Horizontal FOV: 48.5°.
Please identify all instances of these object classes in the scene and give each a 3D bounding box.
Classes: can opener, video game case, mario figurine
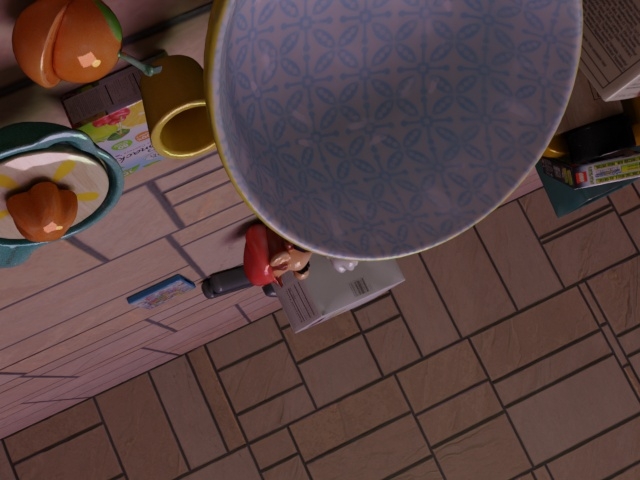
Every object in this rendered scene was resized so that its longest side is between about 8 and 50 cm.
[{"bbox_3d":[-0.157,0.106,1.737,0.283,0.095,0.076,-16,166,-49],"label":"can opener"},{"bbox_3d":[-0.340,0.113,1.537,0.119,0.015,0.166,-25,171,-3],"label":"video game case"},{"bbox_3d":[0.000,0.000,1.350,0.320,0.170,0.198,-30,172,15],"label":"mario figurine"}]

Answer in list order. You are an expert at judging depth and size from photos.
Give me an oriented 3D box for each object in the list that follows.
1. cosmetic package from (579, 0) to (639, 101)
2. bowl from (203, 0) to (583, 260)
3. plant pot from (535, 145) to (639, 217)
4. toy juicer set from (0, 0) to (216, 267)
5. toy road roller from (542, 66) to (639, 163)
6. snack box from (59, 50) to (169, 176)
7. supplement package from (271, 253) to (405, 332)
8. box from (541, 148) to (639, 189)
[{"bbox_3d":[0.395,-0.294,0.730,0.129,0.153,0.296,-17,163,-43],"label":"cosmetic package"},{"bbox_3d":[0.037,-0.146,0.553,0.289,0.289,0.156,-24,-146,-9],"label":"bowl"},{"bbox_3d":[0.518,-0.196,1.421,0.165,0.234,0.166,-25,172,-6],"label":"plant pot"},{"bbox_3d":[-0.240,-0.049,0.528,0.329,0.089,0.209,-32,155,12],"label":"toy juicer set"},{"bbox_3d":[0.460,-0.244,1.156,0.329,0.203,0.240,-18,-179,-16],"label":"toy road roller"},{"bbox_3d":[-0.167,-0.112,0.663,0.100,0.037,0.141,-24,170,-4],"label":"snack box"},{"bbox_3d":[0.028,0.068,1.680,0.262,0.204,0.145,-20,170,-34],"label":"supplement package"},{"bbox_3d":[0.447,-0.127,1.177,0.114,0.036,0.207,-11,-169,7],"label":"box"}]
